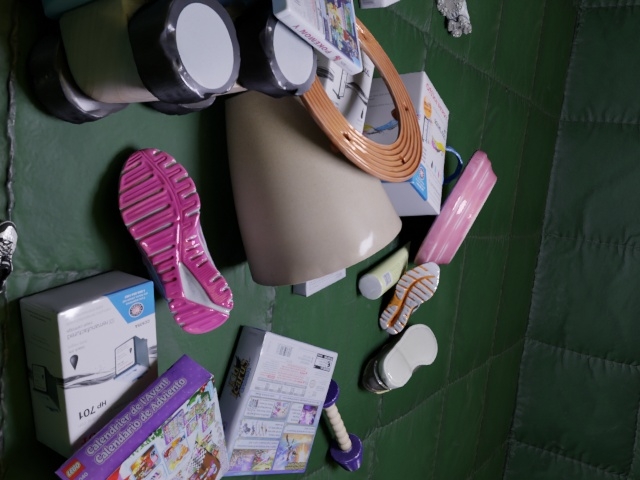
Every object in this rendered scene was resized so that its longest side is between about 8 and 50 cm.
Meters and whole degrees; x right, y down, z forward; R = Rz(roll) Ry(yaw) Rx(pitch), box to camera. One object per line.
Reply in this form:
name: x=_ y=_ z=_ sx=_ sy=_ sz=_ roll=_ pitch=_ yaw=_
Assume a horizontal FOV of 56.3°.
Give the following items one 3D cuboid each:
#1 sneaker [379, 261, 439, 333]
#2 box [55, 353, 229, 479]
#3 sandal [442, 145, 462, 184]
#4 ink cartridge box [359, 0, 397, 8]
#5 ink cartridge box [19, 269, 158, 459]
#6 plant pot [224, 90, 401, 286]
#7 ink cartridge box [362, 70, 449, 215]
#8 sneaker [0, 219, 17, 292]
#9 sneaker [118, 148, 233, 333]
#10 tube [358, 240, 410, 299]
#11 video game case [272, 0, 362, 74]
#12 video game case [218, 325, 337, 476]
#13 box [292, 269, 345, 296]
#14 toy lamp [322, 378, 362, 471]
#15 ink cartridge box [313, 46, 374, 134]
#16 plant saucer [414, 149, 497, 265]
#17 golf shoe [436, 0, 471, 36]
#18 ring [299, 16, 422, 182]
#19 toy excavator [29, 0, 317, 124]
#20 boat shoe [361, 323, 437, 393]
sneaker: x=0.220 y=0.132 z=1.475 sx=0.215 sy=0.084 sz=0.083 roll=-55 pitch=171 yaw=26
box: x=-0.221 y=0.312 z=0.814 sx=0.201 sy=0.057 sz=0.293 roll=-43 pitch=152 yaw=-35
sandal: x=0.225 y=-0.156 z=1.385 sx=0.317 sy=0.138 sz=0.126 roll=-40 pitch=133 yaw=-43
ink cartridge box: x=0.187 y=-0.618 z=1.254 sx=0.371 sy=0.069 sz=0.176 roll=-40 pitch=130 yaw=-41
ink cartridge box: x=-0.281 y=0.149 z=0.748 sx=0.139 sy=0.082 sz=0.191 roll=-21 pitch=116 yaw=-53
plant pot: x=-0.038 y=-0.109 z=0.927 sx=0.256 sy=0.256 sz=0.274 roll=-39 pitch=114 yaw=-45
ink cartridge box: x=0.146 y=-0.185 z=1.191 sx=0.171 sy=0.168 sz=0.233 roll=34 pitch=60 yaw=-56
sneaker: x=-0.345 y=0.020 z=0.651 sx=0.032 sy=0.036 sz=0.084 roll=25 pitch=77 yaw=-55
sneaker: x=-0.206 y=0.002 z=0.813 sx=0.102 sy=0.111 sz=0.253 roll=-20 pitch=98 yaw=-21
tube: x=0.168 y=0.076 z=1.444 sx=0.062 sy=0.070 sz=0.240 roll=53 pitch=34 yaw=6
video game case: x=-0.010 y=-0.324 z=0.719 sx=0.183 sy=0.023 sz=0.202 roll=13 pitch=66 yaw=-60
video game case: x=-0.085 y=0.303 z=1.113 sx=0.269 sy=0.061 sz=0.245 roll=32 pitch=71 yaw=-55
box: x=0.000 y=0.000 z=1.175 sx=0.145 sy=0.038 sz=0.186 roll=-22 pitch=116 yaw=-54
toy lamp: x=0.038 y=0.418 z=1.325 sx=0.080 sy=0.080 sz=0.275 roll=-51 pitch=135 yaw=-36
ink cartridge box: x=0.020 y=-0.278 z=1.077 sx=0.148 sy=0.085 sz=0.203 roll=7 pitch=94 yaw=-57
plant saucer: x=0.352 y=-0.067 z=1.526 sx=0.332 sy=0.084 sz=0.332 roll=-56 pitch=168 yaw=-19
golf shoe: x=0.332 y=-0.599 z=1.501 sx=0.176 sy=0.069 sz=0.086 roll=52 pitch=36 yaw=-53
ring: x=0.046 y=-0.237 z=0.917 sx=0.336 sy=0.032 sz=0.337 roll=31 pitch=44 yaw=-36
toy excavator: x=-0.139 y=-0.386 z=0.718 sx=0.432 sy=0.222 sz=0.446 roll=-23 pitch=110 yaw=-54
boat shoe: x=0.207 y=0.300 z=1.534 sx=0.305 sy=0.091 sz=0.109 roll=-22 pitch=80 yaw=-55
